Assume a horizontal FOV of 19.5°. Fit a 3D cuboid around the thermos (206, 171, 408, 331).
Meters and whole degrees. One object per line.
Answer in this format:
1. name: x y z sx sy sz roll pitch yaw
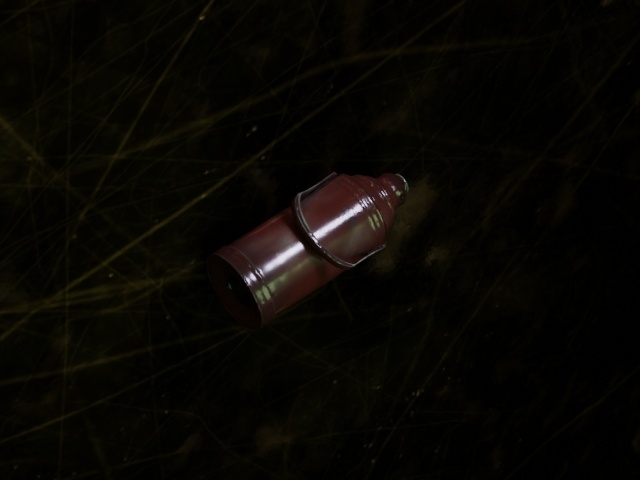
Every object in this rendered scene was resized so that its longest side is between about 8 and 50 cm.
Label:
1. thermos: -0.002 -0.003 1.957 0.232 0.099 0.124 -34 175 -24
